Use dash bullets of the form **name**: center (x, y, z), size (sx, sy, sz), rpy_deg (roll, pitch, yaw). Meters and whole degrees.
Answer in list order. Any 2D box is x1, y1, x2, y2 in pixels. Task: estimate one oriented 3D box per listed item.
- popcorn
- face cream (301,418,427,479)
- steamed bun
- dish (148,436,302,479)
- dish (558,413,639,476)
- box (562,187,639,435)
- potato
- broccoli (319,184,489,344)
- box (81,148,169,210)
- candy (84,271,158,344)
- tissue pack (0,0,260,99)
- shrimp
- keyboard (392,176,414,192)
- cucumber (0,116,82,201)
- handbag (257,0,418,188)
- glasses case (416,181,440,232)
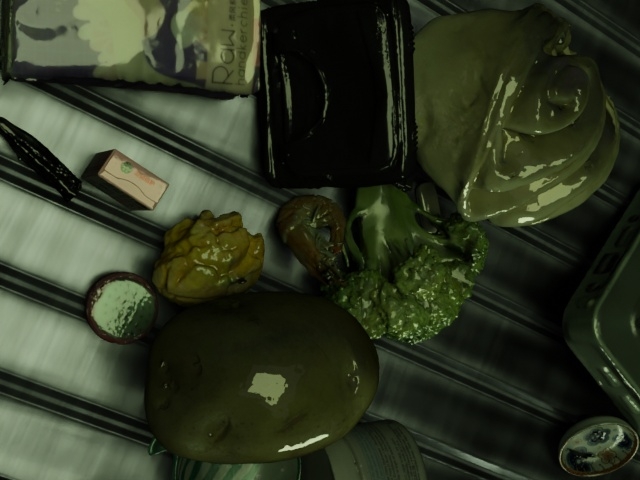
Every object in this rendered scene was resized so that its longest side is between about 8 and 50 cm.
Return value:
- **popcorn**: center (-0.154, 0.030, 1.347), size (0.167, 0.152, 0.148), rpy_deg (-5, 130, -47)
- **face cream**: center (0.056, 0.363, 1.430), size (0.153, 0.177, 0.177), rpy_deg (-2, 93, -26)
- **steamed bun**: center (0.306, -0.207, 1.445), size (0.339, 0.247, 0.352), rpy_deg (-33, 91, -41)
- **dish**: center (-0.141, 0.322, 1.394), size (0.246, 0.078, 0.224), rpy_deg (37, 77, -22)
- **dish**: center (0.476, 0.340, 1.679), size (0.141, 0.078, 0.141), rpy_deg (-4, 127, -5)
- **box**: center (0.628, 0.137, 1.679), size (0.396, 0.111, 0.396), rpy_deg (48, 62, -20)
- **potato**: center (-0.068, 0.179, 1.270), size (0.327, 0.243, 0.220), rpy_deg (1, 96, -27)
- **broccoli**: center (0.143, 0.016, 1.449), size (0.254, 0.186, 0.302), rpy_deg (15, 92, -16)
- **box**: center (-0.266, -0.081, 1.295), size (0.089, 0.125, 0.043), rpy_deg (35, 78, -23)
- **candy**: center (-0.279, 0.094, 1.342), size (0.103, 0.043, 0.103), rpy_deg (0, 91, -22)
- **tissue pack**: center (-0.248, -0.320, 1.291), size (0.344, 0.125, 0.242), rpy_deg (1, 92, -24)
- **shrimp**: center (0.000, 0.000, 1.410), size (0.099, 0.180, 0.041), rpy_deg (-25, 145, -8)
- **keyboard**: center (0.124, -0.155, 1.469), size (0.060, 0.018, 0.195), rpy_deg (26, 48, -15)
- **cucumber**: center (-0.390, -0.117, 1.289), size (0.039, 0.043, 0.163), rpy_deg (-37, 108, 26)
- **handbag**: center (0.017, -0.211, 1.374), size (0.088, 0.244, 0.275), rpy_deg (-17, 104, -65)
- **glasses case**: center (0.175, -0.053, 1.548), size (0.032, 0.021, 0.083), rpy_deg (-14, 99, -21)
